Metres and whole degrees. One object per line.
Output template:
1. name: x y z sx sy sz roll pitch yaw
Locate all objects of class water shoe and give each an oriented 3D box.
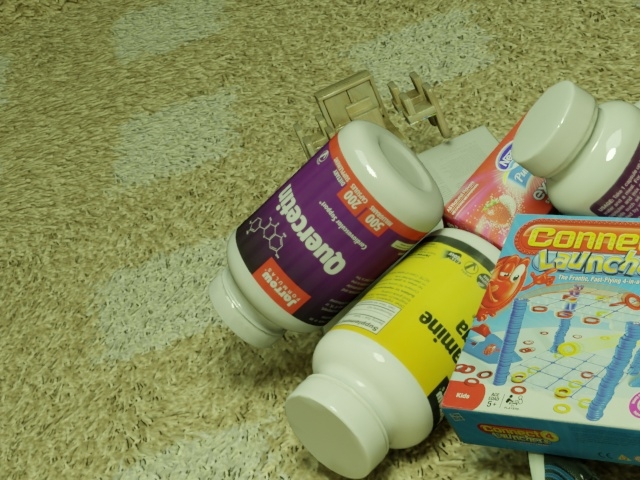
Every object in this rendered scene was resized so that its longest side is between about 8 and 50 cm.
1. water shoe: 0.293 0.297 1.862 0.080 0.073 0.203 -14 34 7

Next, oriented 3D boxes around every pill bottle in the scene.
1. pill bottle: 0.401 -0.076 2.049 0.169 0.301 0.169 -50 18 23
2. pill bottle: 0.000 0.000 2.140 0.323 0.181 0.181 -43 27 20
3. pill bottle: 0.112 0.150 2.075 0.188 0.188 0.334 15 48 43

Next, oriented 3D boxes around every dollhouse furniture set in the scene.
1. dollhouse furniture set: 0.084 -0.154 2.516 0.212 0.161 0.242 -24 22 -2

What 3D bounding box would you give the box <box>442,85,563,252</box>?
1. box: 0.295 -0.069 2.189 0.128 0.123 0.257 33 70 27

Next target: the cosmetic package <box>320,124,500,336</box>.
1. cosmetic package: 0.140 -0.004 2.366 0.377 0.097 0.284 -24 32 -4

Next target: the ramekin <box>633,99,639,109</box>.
1. ramekin: 0.501 -0.116 2.232 0.109 0.207 0.207 -28 32 9

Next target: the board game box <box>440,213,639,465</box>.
1. board game box: 0.338 0.114 1.916 0.308 0.086 0.302 3 53 33
